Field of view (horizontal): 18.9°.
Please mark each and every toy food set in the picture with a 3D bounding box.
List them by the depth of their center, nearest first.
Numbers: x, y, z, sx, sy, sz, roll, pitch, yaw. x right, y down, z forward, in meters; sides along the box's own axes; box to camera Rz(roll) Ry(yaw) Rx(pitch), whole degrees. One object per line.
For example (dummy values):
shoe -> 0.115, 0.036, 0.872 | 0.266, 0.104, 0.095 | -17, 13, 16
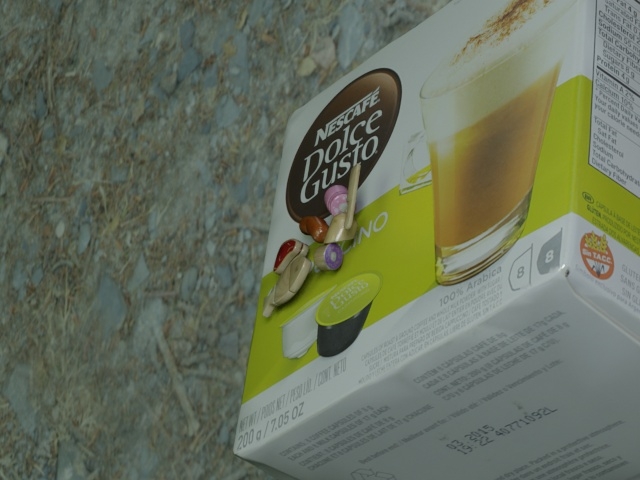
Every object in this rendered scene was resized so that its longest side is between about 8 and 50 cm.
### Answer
toy food set -> 0.000, 0.000, 1.358 | 0.122, 0.019, 0.078 | -43, 29, 47

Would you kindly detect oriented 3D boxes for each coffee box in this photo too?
coffee box -> 0.183, 0.033, 1.406 | 0.338, 0.338, 0.334 | -32, 37, 41
